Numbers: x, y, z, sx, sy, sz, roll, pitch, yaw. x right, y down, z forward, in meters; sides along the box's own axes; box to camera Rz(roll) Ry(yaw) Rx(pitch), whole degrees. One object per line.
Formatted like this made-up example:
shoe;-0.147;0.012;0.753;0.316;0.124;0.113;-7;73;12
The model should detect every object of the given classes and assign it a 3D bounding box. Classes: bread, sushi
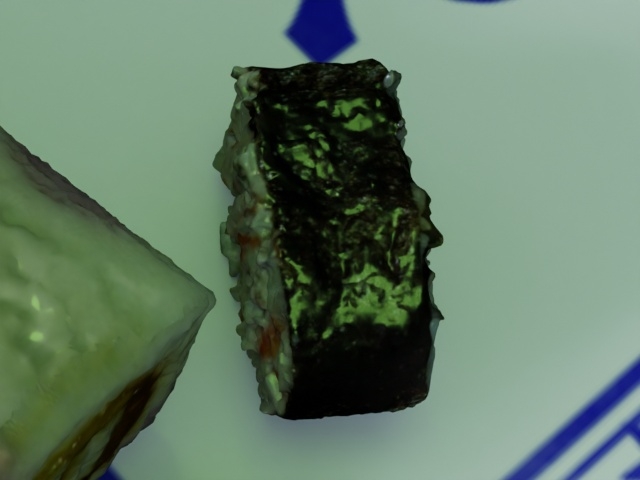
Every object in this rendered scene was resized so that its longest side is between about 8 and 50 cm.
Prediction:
bread;-0.222;-0.006;0.674;0.338;0.155;0.187;37;57;12
sushi;0.000;0.000;0.743;0.078;0.090;0.150;-3;63;-13
